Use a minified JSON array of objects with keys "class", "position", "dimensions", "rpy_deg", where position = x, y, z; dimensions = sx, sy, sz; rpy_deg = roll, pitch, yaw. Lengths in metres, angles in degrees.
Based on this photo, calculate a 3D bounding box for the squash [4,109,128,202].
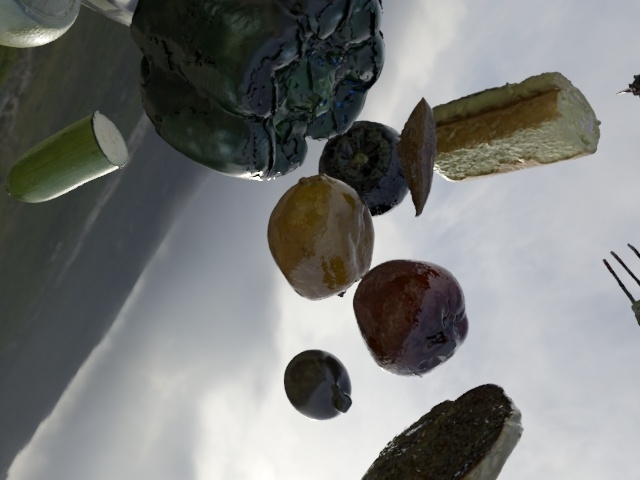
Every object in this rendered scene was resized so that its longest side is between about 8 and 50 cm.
[{"class":"squash","position":[-0.395,-0.118,1.081],"dimensions":[0.188,0.095,0.095],"rpy_deg":[-22,-153,12]}]

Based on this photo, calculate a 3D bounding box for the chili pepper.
[{"class":"chili pepper","position":[-0.074,-0.213,0.790],"dimensions":[0.248,0.257,0.233],"rpy_deg":[-38,149,-36]}]

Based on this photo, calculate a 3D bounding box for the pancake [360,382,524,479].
[{"class":"pancake","position":[0.157,0.334,1.042],"dimensions":[0.356,0.065,0.356],"rpy_deg":[-38,-178,2]}]

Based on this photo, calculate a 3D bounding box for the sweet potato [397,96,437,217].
[{"class":"sweet potato","position":[0.162,-0.139,1.189],"dimensions":[0.060,0.068,0.205],"rpy_deg":[116,-28,-80]}]

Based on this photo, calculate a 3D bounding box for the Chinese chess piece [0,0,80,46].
[{"class":"Chinese chess piece","position":[-0.437,-0.393,1.003],"dimensions":[0.092,0.237,0.237],"rpy_deg":[-11,-143,18]}]

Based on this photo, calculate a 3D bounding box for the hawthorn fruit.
[{"class":"hawthorn fruit","position":[0.219,0.175,1.751],"dimensions":[0.295,0.295,0.311],"rpy_deg":[-52,-134,26]}]

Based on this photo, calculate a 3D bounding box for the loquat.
[{"class":"loquat","position":[0.000,0.000,1.214],"dimensions":[0.187,0.234,0.176],"rpy_deg":[-34,-146,-31]}]

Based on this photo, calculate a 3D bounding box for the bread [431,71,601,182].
[{"class":"bread","position":[0.440,-0.254,1.674],"dimensions":[0.375,0.237,0.165],"rpy_deg":[-12,-118,42]}]

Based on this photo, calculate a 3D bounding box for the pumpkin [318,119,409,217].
[{"class":"pumpkin","position":[0.106,-0.165,1.661],"dimensions":[0.233,0.233,0.163],"rpy_deg":[-60,158,-3]}]

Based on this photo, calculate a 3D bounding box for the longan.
[{"class":"longan","position":[0.001,0.354,1.728],"dimensions":[0.159,0.184,0.204],"rpy_deg":[-35,-140,-25]}]

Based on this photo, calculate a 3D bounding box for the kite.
[{"class":"kite","position":[0.642,0.105,1.371],"dimensions":[0.127,0.016,0.229],"rpy_deg":[-39,-118,23]}]

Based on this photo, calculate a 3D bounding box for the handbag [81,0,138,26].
[{"class":"handbag","position":[-0.336,-0.537,1.395],"dimensions":[0.327,0.325,0.162],"rpy_deg":[3,-96,37]}]

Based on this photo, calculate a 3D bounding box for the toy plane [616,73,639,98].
[{"class":"toy plane","position":[0.515,-0.256,1.000],"dimensions":[0.189,0.061,0.130],"rpy_deg":[-37,-174,11]}]
